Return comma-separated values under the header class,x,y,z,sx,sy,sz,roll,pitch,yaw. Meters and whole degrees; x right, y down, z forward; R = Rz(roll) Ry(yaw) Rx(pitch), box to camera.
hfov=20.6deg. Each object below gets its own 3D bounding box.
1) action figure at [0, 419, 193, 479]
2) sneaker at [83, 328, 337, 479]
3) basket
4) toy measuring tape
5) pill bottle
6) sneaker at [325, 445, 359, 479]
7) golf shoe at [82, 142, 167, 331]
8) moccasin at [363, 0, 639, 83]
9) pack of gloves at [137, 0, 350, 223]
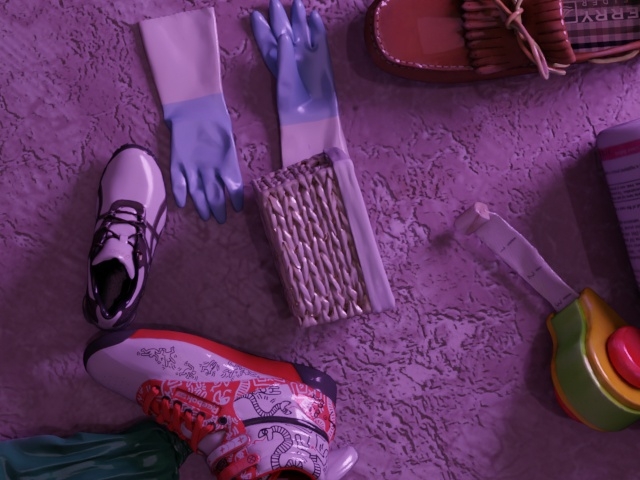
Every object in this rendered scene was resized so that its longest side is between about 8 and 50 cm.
class,x,y,z,sx,sy,sz,roll,pitch,yaw
action figure,-0.234,0.244,1.828,0.232,0.063,0.137,-16,91,-14
sneaker,-0.115,0.184,1.800,0.270,0.090,0.145,13,50,-10
basket,0.000,0.000,1.825,0.103,0.113,0.167,-18,102,-4
toy measuring tape,0.259,0.101,1.863,0.330,0.121,0.121,44,85,-6
pill bottle,0.404,-0.001,1.864,0.160,0.160,0.283,-17,92,-7
sneaker,-0.032,0.246,1.860,0.152,0.054,0.061,-24,90,-6
golf shoe,-0.199,-0.003,1.818,0.077,0.094,0.198,7,88,-6
moccasin,0.235,-0.232,1.848,0.380,0.147,0.139,0,90,-8
pack of gloves,-0.074,-0.138,1.859,0.195,0.046,0.232,-12,91,-8
